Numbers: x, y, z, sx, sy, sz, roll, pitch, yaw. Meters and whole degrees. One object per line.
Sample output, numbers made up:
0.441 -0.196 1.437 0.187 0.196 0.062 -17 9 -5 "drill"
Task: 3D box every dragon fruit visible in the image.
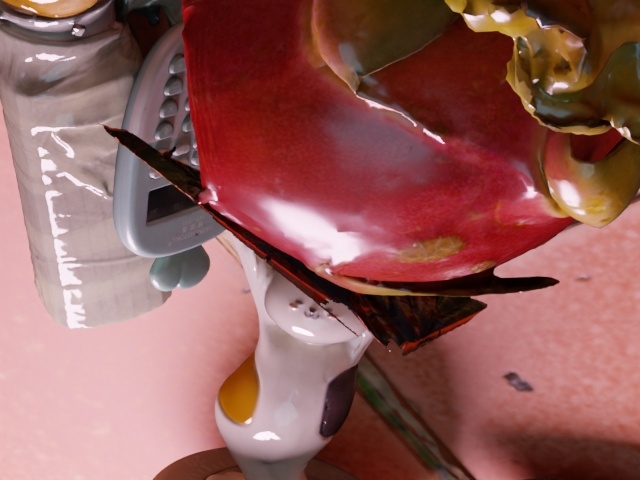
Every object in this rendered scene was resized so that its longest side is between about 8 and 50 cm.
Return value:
0.050 -0.081 0.855 0.227 0.224 0.224 1 131 2 "dragon fruit"

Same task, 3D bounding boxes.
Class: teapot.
-0.108 -0.055 1.006 0.107 0.077 0.200 -13 132 -10 "teapot"

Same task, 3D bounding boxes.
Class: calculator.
-0.067 -0.043 0.989 0.021 0.095 0.153 29 123 33 "calculator"

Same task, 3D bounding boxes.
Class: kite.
0.000 0.000 0.943 0.241 0.183 0.014 25 108 -24 "kite"

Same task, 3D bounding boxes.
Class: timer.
-0.017 0.107 1.100 0.175 0.175 0.266 12 114 4 "timer"

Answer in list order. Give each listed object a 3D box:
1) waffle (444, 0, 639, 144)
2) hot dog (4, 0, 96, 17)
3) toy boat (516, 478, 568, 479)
0.160 -0.174 0.723 0.325 0.068 0.302 42 84 -14 "waffle"
-0.091 -0.194 0.805 0.102 0.076 0.249 35 102 10 "hot dog"
0.199 0.199 1.140 0.260 0.085 0.078 17 133 0 "toy boat"
